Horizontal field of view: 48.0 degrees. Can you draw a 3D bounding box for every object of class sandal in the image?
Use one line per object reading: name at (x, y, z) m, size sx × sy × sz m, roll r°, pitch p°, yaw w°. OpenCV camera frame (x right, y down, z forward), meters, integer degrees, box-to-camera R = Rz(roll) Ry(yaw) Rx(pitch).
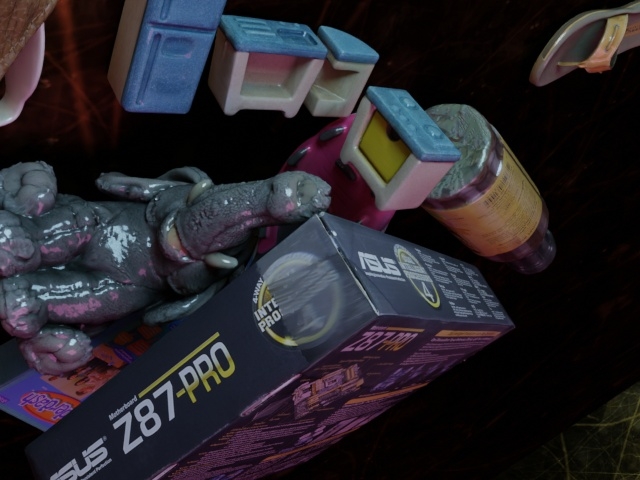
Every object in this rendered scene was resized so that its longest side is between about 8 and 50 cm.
sandal at (0.302, -0.206, 0.758) m, size 0.180 × 0.049 × 0.072 m, roll -21°, pitch 145°, yaw -17°

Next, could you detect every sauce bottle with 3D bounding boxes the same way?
sauce bottle at (0.202, -0.037, 0.839) m, size 0.111 × 0.111 × 0.344 m, roll -40°, pitch 145°, yaw 12°

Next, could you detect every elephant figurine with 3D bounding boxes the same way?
elephant figurine at (-0.123, 0.007, 0.571) m, size 0.240 × 0.186 × 0.169 m, roll -15°, pitch 128°, yaw -11°

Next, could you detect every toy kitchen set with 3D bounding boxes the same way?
toy kitchen set at (-0.017, -0.112, 0.512) m, size 0.207 × 0.166 × 0.122 m, roll -5°, pitch 139°, yaw -35°

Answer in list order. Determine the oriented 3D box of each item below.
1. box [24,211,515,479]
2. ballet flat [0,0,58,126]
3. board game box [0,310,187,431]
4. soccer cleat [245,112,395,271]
box at (-0.011, 0.129, 0.671) m, size 0.318 × 0.097 × 0.395 m, roll -36°, pitch 158°, yaw 19°
ballet flat at (-0.253, -0.072, 0.447) m, size 0.342 × 0.116 × 0.124 m, roll -52°, pitch 162°, yaw 21°
board game box at (-0.222, 0.120, 0.754) m, size 0.210 × 0.047 × 0.160 m, roll -30°, pitch 147°, yaw -5°
soccer cleat at (0.000, 0.000, 0.746) m, size 0.143 × 0.116 × 0.331 m, roll -21°, pitch 151°, yaw -53°
